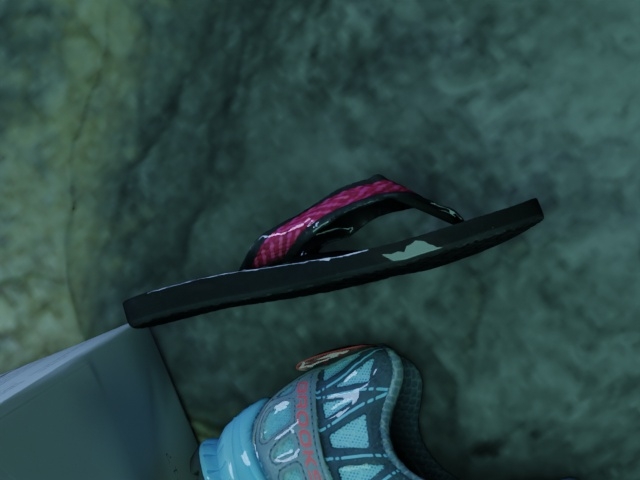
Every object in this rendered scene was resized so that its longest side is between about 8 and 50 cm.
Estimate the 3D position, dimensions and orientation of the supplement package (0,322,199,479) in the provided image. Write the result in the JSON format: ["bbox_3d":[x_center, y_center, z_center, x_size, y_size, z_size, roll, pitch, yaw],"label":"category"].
[{"bbox_3d":[-0.177,0.184,0.698,0.263,0.198,0.199,-22,93,16],"label":"supplement package"}]

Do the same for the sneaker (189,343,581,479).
[{"bbox_3d":[0.068,0.150,0.679,0.125,0.104,0.262,-42,81,4],"label":"sneaker"}]

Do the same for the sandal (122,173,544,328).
[{"bbox_3d":[0.000,0.000,0.700,0.179,0.067,0.040,-12,84,17],"label":"sandal"}]
